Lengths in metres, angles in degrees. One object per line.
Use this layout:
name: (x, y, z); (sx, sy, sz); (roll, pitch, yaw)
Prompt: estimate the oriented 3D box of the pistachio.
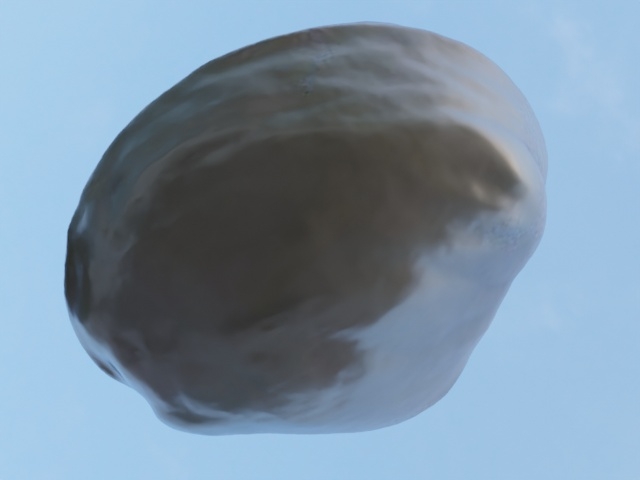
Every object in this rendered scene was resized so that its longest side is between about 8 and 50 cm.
pistachio: (0.000, 0.000, 0.809); (0.446, 0.281, 0.365); (-25, -76, -1)
